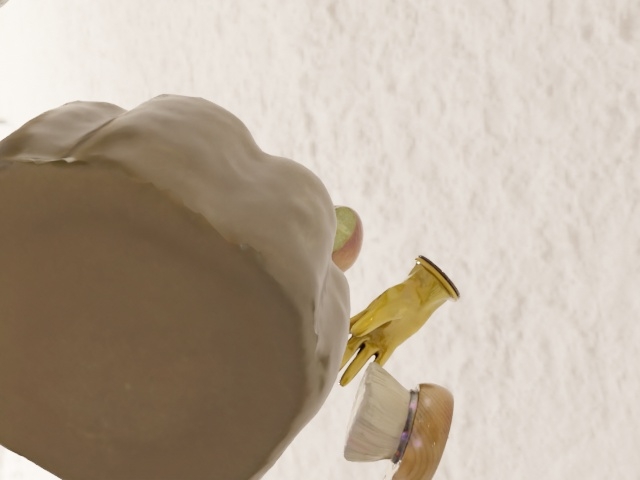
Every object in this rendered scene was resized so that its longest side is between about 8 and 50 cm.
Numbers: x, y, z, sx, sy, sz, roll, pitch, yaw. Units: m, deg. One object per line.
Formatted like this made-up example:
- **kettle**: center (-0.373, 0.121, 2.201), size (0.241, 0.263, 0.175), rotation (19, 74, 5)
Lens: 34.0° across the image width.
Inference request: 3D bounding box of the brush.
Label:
- **brush**: center (0.124, 0.360, 1.856), size (0.174, 0.166, 0.266), rotation (-75, 0, -62)

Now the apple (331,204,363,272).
- **apple**: center (0.000, 0.000, 2.365), size (0.160, 0.195, 0.173), rotation (91, 179, -69)

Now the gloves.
- **gloves**: center (0.125, 0.170, 2.014), size (0.133, 0.294, 0.116), rotation (50, 171, -15)

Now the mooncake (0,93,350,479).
- **mooncake**: center (-0.156, 0.048, 0.958), size (0.201, 0.378, 0.378), rotation (-72, -6, -55)

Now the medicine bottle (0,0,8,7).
- **medicine bottle**: center (-0.309, -0.211, 0.746), size (0.147, 0.143, 0.147), rotation (20, 127, 29)
